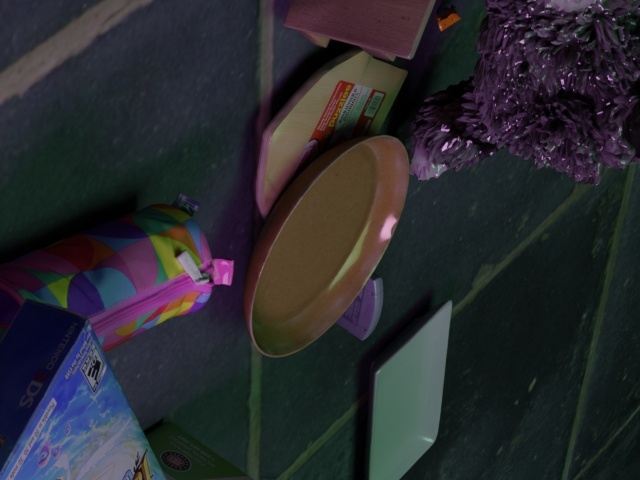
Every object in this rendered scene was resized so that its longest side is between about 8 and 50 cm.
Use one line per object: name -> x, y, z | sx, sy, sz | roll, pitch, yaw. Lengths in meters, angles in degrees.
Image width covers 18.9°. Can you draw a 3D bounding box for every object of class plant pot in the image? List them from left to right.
plant pot -> 0.000, 0.000, 1.790 | 0.236, 0.032, 0.236 | -44, 153, -30

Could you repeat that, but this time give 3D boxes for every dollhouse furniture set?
dollhouse furniture set -> 0.078, -0.208, 1.628 | 0.151, 0.123, 0.144 | 31, 79, -59

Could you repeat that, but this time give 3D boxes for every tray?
tray -> 0.094, 0.192, 2.260 | 0.145, 0.030, 0.270 | -43, 151, -33

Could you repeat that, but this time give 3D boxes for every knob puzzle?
knob puzzle -> -0.008, -0.094, 1.741 | 0.213, 0.030, 0.213 | -44, 152, -30

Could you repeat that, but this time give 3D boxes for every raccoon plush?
raccoon plush -> 0.151, -0.200, 1.701 | 0.299, 0.446, 0.216 | 47, 41, -23

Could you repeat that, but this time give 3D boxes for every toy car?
toy car -> 0.137, -0.265, 1.837 | 0.122, 0.060, 0.040 | -47, -158, 12

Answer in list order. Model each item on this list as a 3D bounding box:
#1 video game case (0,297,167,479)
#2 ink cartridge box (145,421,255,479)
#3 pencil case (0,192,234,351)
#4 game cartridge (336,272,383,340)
video game case -> -0.213, 0.220, 1.357 | 0.244, 0.061, 0.269 | 75, 36, -53
ink cartridge box -> -0.160, 0.304, 1.701 | 0.273, 0.198, 0.114 | -30, 144, -47
pencil case -> -0.177, 0.041, 1.492 | 0.236, 0.104, 0.104 | -26, 140, -49
game cartridge -> 0.039, 0.060, 1.974 | 0.017, 0.056, 0.083 | -27, 142, -37
